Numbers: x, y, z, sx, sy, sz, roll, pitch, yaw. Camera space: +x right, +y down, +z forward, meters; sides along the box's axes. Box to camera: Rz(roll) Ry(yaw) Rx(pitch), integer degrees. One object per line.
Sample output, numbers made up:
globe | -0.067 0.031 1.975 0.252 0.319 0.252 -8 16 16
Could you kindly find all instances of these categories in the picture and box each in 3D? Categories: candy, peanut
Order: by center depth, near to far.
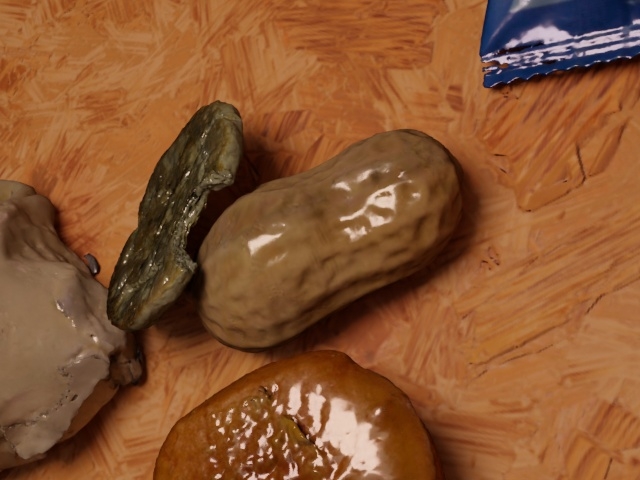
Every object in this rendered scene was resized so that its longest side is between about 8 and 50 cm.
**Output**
peanut | -0.005 0.002 0.853 0.291 0.159 0.143 -28 88 15
candy | 0.240 -0.311 0.875 0.187 0.077 0.331 -4 73 31

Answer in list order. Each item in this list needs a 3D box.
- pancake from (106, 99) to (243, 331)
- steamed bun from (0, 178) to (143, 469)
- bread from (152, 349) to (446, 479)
pancake | -0.142 -0.025 0.912 0.253 0.037 0.254 -49 26 35
steamed bun | -0.392 0.082 0.960 0.394 0.237 0.347 -1 75 25
bread | -0.009 0.226 0.800 0.268 0.145 0.269 -5 78 24
